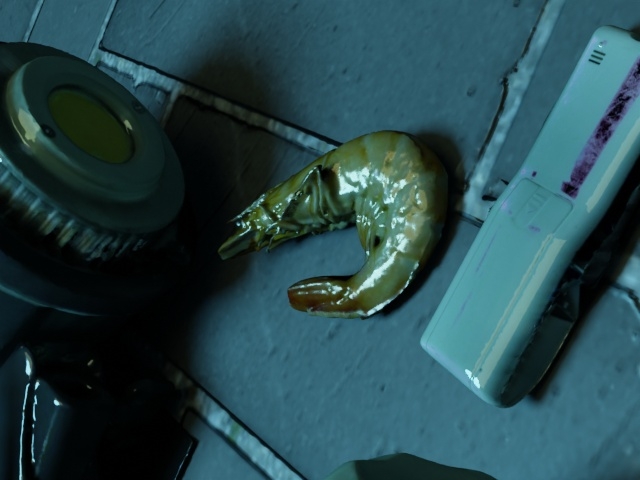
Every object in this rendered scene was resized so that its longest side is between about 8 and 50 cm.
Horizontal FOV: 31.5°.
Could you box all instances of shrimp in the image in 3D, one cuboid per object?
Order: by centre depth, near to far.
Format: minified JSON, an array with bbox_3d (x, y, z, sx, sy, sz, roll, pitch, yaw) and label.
[{"bbox_3d":[0.006,0.001,0.604,0.162,0.045,0.095,-24,76,38],"label":"shrimp"}]

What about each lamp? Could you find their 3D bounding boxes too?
[{"bbox_3d":[-0.219,-0.001,0.732,0.374,0.205,0.272,42,111,35],"label":"lamp"}]

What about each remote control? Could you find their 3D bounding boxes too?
[{"bbox_3d":[0.101,-0.012,0.485,0.065,0.029,0.166,41,106,53],"label":"remote control"}]

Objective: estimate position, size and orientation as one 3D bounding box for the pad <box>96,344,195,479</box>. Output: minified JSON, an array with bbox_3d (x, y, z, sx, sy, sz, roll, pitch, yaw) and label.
[{"bbox_3d":[-0.211,0.243,0.786,0.247,0.007,0.368,33,100,53],"label":"pad"}]

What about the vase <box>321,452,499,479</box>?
[{"bbox_3d":[-0.002,0.261,0.399,0.165,0.165,0.360,34,106,53],"label":"vase"}]
